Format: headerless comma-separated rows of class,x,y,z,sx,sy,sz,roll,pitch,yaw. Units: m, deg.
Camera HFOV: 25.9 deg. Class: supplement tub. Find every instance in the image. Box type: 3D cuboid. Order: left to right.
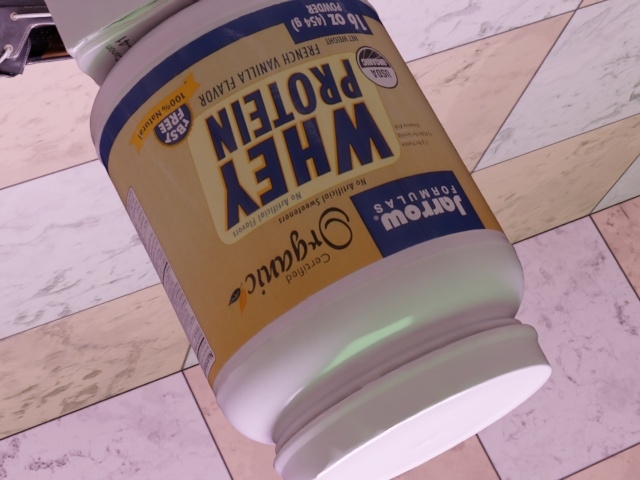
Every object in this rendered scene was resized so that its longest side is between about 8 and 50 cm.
supplement tub,0.000,0.000,0.966,0.228,0.316,0.228,-25,162,-9

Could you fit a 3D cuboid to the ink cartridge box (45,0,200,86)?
ink cartridge box,-0.152,-0.254,1.065,0.131,0.306,0.226,-29,162,6

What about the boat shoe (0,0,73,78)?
boat shoe,-0.315,-0.198,1.355,0.233,0.079,0.084,-17,160,-25
